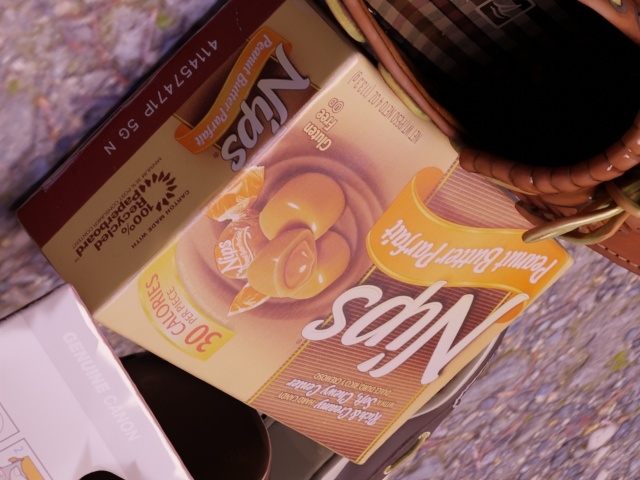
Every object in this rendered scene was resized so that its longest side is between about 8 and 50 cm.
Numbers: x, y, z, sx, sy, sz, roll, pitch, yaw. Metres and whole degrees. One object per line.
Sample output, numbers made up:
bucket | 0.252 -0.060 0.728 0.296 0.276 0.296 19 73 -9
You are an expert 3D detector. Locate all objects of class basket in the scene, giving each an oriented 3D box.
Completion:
basket | -0.110 0.193 1.145 0.204 0.154 0.227 -29 145 -39

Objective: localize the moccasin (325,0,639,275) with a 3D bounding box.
moccasin | 0.123 -0.072 0.948 0.139 0.147 0.380 -26 136 19

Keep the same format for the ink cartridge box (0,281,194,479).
ink cartridge box | -0.181 0.180 1.000 0.261 0.066 0.296 -31 123 -6

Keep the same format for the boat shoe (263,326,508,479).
boat shoe | 0.038 0.101 1.253 0.228 0.081 0.069 -42 152 17

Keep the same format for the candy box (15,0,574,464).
candy box | 0.000 0.000 1.069 0.183 0.087 0.316 -44 149 6
